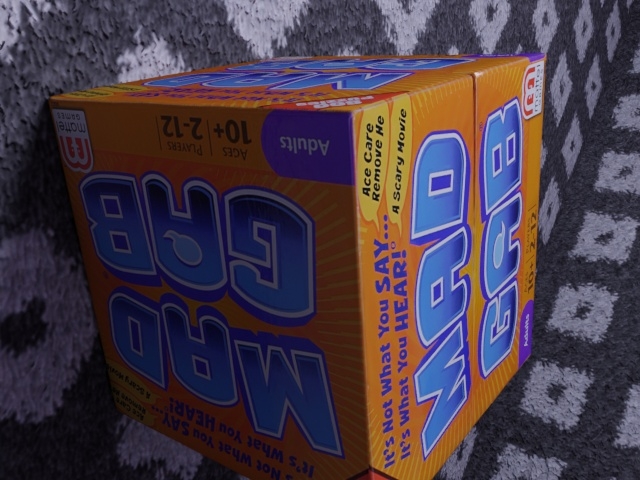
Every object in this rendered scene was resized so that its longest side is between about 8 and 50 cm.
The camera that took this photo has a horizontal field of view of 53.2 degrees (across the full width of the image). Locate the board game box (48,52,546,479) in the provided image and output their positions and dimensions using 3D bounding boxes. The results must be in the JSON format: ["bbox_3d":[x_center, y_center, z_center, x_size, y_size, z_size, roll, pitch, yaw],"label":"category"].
[{"bbox_3d":[0.000,0.000,0.686,0.356,0.356,0.357,-28,120,-47],"label":"board game box"}]
